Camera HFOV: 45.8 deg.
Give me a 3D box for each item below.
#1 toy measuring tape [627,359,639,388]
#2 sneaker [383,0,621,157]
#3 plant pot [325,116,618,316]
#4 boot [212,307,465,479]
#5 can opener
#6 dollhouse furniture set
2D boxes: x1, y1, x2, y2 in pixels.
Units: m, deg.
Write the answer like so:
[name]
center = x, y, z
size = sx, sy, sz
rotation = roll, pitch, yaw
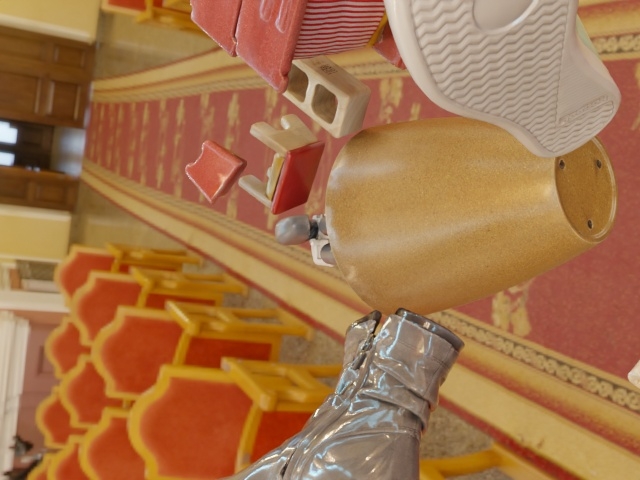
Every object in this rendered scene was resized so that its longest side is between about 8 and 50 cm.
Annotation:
[toy measuring tape]
center = 0.472, 0.118, 0.772
size = 0.330, 0.121, 0.121
rotation = 0, 84, 48
[sneaker]
center = 0.079, -0.146, 0.434
size = 0.094, 0.256, 0.151
rotation = -38, 61, 17
[plant pot]
center = 0.175, -0.037, 0.823
size = 0.254, 0.237, 0.237
rotation = -10, 75, 50
[boot]
center = 0.008, 0.191, 0.727
size = 0.338, 0.118, 0.222
rotation = -22, 40, 54
[can opener]
center = 0.000, 0.000, 1.019
size = 0.283, 0.095, 0.076
rotation = 179, 88, -79
[dollhouse furniture set]
center = -0.035, -0.157, 0.848
size = 0.152, 0.201, 0.374
rotation = 42, 135, 27
